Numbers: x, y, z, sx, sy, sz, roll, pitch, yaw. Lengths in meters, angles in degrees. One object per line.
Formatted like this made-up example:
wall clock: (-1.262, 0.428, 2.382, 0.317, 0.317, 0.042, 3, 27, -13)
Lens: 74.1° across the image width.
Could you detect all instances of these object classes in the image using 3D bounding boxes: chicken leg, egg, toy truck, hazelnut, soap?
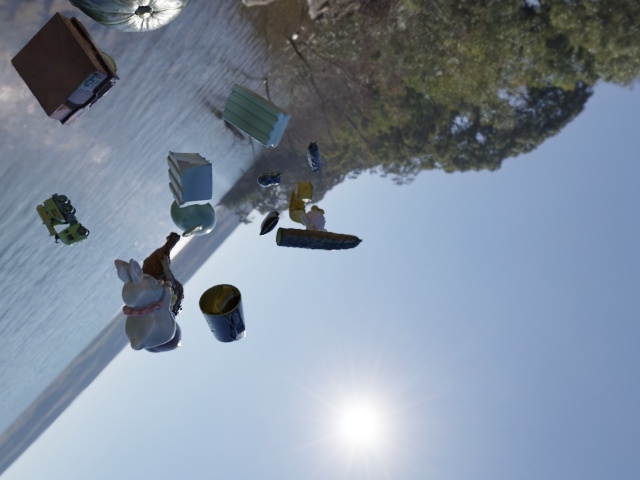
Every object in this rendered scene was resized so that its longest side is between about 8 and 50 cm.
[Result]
chicken leg: (-0.571, 0.104, 1.558, 0.096, 0.158, 0.407, -39, -136, 24)
egg: (-0.548, -0.110, 1.837, 0.168, 0.168, 0.231, -46, 151, -1)
toy truck: (-0.808, -0.059, 1.327, 0.100, 0.169, 0.077, -31, -172, -21)
hazelnut: (-0.692, 0.387, 1.814, 0.181, 0.212, 0.181, -17, 128, -61)
soap: (-0.277, -0.530, 1.802, 0.087, 0.265, 0.160, -22, 144, -61)
soap: (-0.370, -0.176, 1.200, 0.091, 0.145, 0.230, -9, -152, -27)

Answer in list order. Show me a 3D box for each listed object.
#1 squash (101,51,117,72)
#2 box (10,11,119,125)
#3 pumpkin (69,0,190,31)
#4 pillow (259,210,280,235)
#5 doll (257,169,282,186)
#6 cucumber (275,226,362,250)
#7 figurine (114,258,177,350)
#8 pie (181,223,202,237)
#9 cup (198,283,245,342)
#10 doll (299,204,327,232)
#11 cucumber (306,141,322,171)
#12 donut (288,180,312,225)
squash: (-1.015, -0.736, 1.921, 0.247, 0.132, 0.132, -16, -148, 53)
box: (-0.705, -0.470, 1.166, 0.215, 0.215, 0.086, -35, 176, 12)
pumpkin: (-0.465, -0.661, 1.027, 0.323, 0.242, 0.323, -21, 173, -3)
pillow: (-0.182, -0.064, 1.517, 0.090, 0.048, 0.150, -58, -169, 8)
doll: (-0.171, -0.211, 1.444, 0.083, 0.051, 0.076, -17, -165, -33)
cucumber: (0.000, 0.000, 1.404, 0.067, 0.293, 0.068, -175, -90, -73)
figurine: (-0.450, 0.150, 1.110, 0.127, 0.236, 0.155, 1, -168, 32)
pie: (-0.465, -0.036, 1.533, 0.084, 0.021, 0.084, -32, 179, 0)
cup: (-0.292, 0.247, 1.338, 0.131, 0.155, 0.176, -29, -131, -26)
doll: (-0.027, -0.049, 1.591, 0.081, 0.129, 0.207, -39, -151, 37)
cucumber: (-0.024, -0.308, 1.567, 0.053, 0.053, 0.181, -49, 163, -11)
donut: (-0.081, -0.158, 1.686, 0.146, 0.078, 0.181, -100, -161, -45)
